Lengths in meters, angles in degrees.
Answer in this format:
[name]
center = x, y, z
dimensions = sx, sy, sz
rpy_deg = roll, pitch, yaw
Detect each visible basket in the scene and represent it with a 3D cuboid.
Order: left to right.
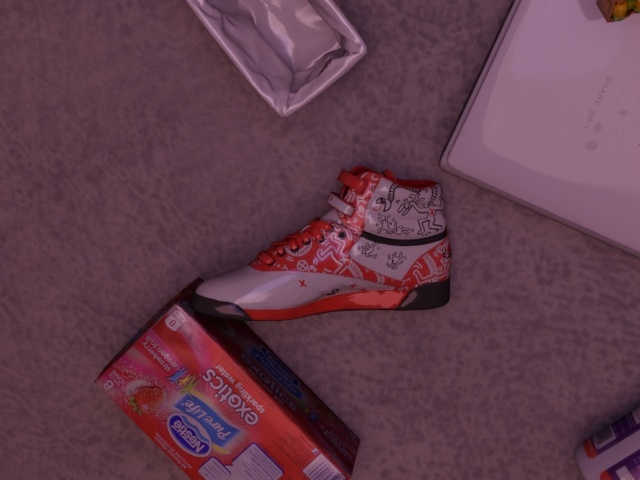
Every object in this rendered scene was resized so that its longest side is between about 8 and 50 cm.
[basket]
center = -0.041, -0.221, 1.424
dimensions = 0.113, 0.103, 0.167
rpy_deg = -38, 97, 12

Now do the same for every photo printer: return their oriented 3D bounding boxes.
[photo printer]
center = 0.304, -0.123, 1.405
dimensions = 0.307, 0.107, 0.256
rpy_deg = 25, 104, 1

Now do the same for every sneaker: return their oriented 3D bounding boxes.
[sneaker]
center = 0.000, 0.000, 1.456
dimensions = 0.270, 0.090, 0.145
rpy_deg = -3, 101, -11

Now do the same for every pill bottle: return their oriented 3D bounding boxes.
[pill bottle]
center = 0.367, 0.208, 1.470
dimensions = 0.193, 0.108, 0.108
rpy_deg = -34, 97, 12

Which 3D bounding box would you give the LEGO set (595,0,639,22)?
[LEGO set]
center = 0.377, -0.220, 1.282
dimensions = 0.132, 0.287, 0.107
rpy_deg = -16, 95, 49

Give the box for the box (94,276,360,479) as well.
[box]
center = -0.093, 0.179, 1.506
dimensions = 0.128, 0.122, 0.257
rpy_deg = -44, 94, 12
